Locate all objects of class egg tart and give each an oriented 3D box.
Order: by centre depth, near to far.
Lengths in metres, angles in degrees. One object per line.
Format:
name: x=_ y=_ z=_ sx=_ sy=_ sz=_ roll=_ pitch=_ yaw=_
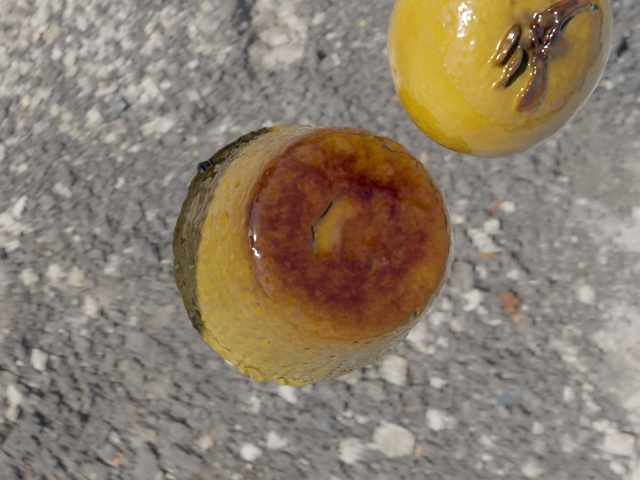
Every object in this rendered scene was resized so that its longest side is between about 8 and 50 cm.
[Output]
egg tart: x=0.000 y=0.000 z=1.010 sx=0.203 sy=0.147 sz=0.202 roll=2 pitch=81 yaw=-13

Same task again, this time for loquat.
loquat: x=0.109 y=-0.121 z=0.867 sx=0.141 sy=0.141 sz=0.141 roll=1 pitch=87 yaw=-19
